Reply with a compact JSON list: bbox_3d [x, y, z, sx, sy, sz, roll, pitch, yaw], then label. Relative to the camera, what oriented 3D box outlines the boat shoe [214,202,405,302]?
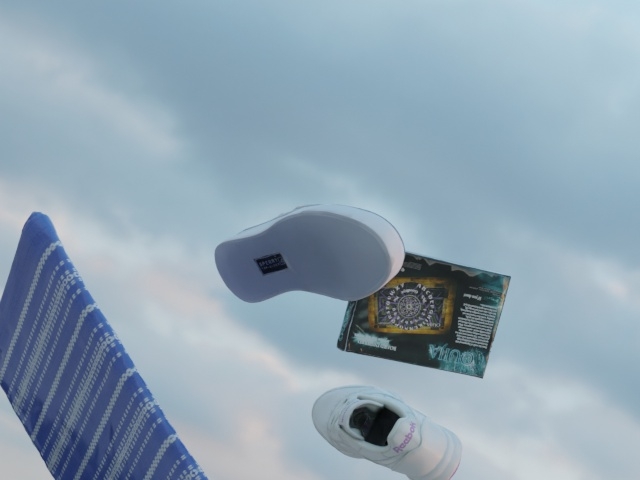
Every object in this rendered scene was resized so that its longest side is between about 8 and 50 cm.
[{"bbox_3d":[0.000,0.000,1.481,0.258,0.084,0.095,-2,-65,52],"label":"boat shoe"}]

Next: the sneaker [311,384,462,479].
[{"bbox_3d":[0.069,0.248,2.258,0.152,0.114,0.305,36,-13,-32],"label":"sneaker"}]

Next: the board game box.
[{"bbox_3d":[0.118,0.081,1.825,0.186,0.126,0.026,13,5,-25],"label":"board game box"}]

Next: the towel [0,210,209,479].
[{"bbox_3d":[-0.208,0.163,1.491,0.336,0.040,0.243,55,-37,23],"label":"towel"}]
